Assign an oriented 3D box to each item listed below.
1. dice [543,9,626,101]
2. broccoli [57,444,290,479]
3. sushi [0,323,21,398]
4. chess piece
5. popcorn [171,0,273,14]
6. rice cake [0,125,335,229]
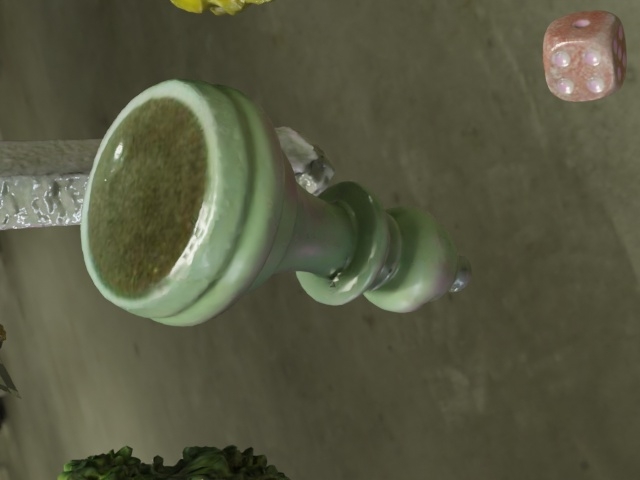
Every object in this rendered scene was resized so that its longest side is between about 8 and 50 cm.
[{"bbox_3d":[0.343,-0.239,1.608,0.093,0.094,0.091,1,124,27],"label":"dice"},{"bbox_3d":[-0.079,0.249,0.633,0.235,0.288,0.260,25,106,23],"label":"broccoli"},{"bbox_3d":[-0.414,0.059,1.398,0.215,0.050,0.192,51,-176,34],"label":"sushi"},{"bbox_3d":[0.000,0.000,0.766,0.139,0.271,0.139,-18,66,44],"label":"chess piece"},{"bbox_3d":[-0.079,-0.314,1.000,0.250,0.241,0.235,36,-157,-46],"label":"popcorn"},{"bbox_3d":[-0.167,-0.047,0.961,0.073,0.365,0.056,-118,29,-51],"label":"rice cake"}]
